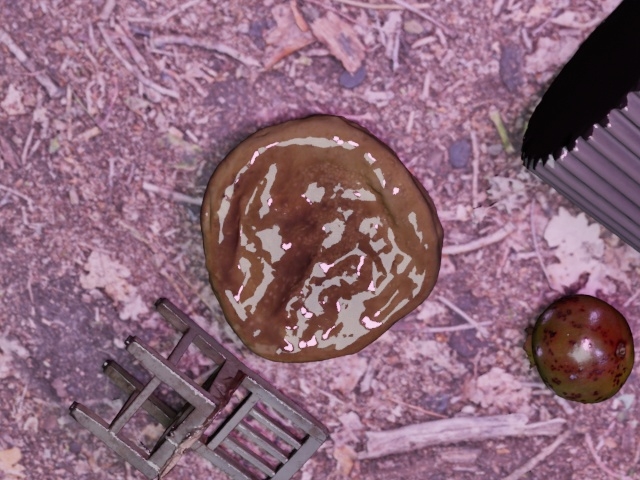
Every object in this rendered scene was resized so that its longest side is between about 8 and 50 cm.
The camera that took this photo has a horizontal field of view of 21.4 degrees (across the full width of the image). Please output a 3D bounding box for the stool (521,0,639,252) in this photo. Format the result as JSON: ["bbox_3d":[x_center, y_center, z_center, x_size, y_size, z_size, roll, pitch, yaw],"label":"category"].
[{"bbox_3d":[0.419,-0.087,1.714,0.330,0.297,0.297,39,113,-11],"label":"stool"}]

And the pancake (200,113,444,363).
[{"bbox_3d":[0.000,0.000,1.915,0.294,0.049,0.294,-1,105,-6],"label":"pancake"}]

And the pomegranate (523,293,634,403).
[{"bbox_3d":[0.289,0.124,1.904,0.130,0.130,0.130,4,112,9],"label":"pomegranate"}]

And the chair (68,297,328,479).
[{"bbox_3d":[-0.141,0.216,2.009,0.270,0.147,0.136,41,112,-5],"label":"chair"}]
